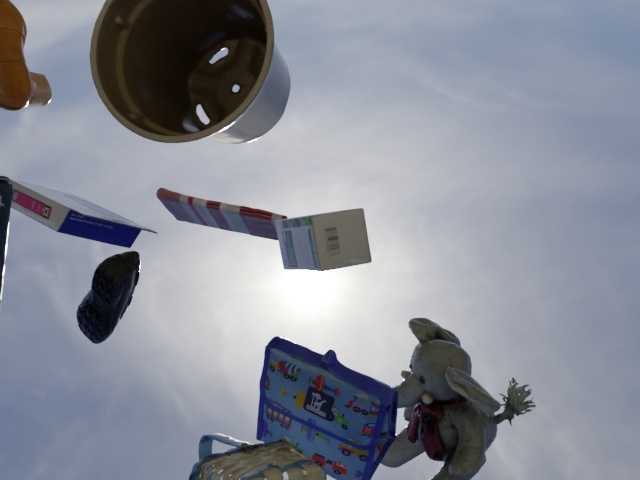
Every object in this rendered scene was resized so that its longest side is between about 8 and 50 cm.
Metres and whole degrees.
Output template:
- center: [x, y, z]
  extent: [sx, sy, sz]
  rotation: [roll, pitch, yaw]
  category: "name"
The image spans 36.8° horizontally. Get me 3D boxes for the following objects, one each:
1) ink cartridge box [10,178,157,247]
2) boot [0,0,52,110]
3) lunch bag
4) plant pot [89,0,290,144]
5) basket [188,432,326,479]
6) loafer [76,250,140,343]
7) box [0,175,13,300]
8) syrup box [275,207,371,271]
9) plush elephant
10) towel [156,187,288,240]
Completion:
- center: [-0.514, -0.051, 2.034]
  extent: [0.176, 0.069, 0.371]
  rotation: [15, -179, -42]
  category: "ink cartridge box"
- center: [-0.613, -0.361, 1.719]
  extent: [0.104, 0.295, 0.211]
  rotation: [-35, 173, 16]
  category: "boot"
- center: [0.016, 0.268, 1.623]
  extent: [0.221, 0.293, 0.138]
  rotation: [24, -125, 16]
  category: "lunch bag"
- center: [-0.198, -0.312, 1.764]
  extent: [0.334, 0.333, 0.305]
  rotation: [7, 176, 16]
  category: "plant pot"
- center: [-0.105, 0.425, 1.427]
  extent: [0.201, 0.254, 0.289]
  rotation: [-3, 176, -36]
  category: "basket"
- center: [-0.343, 0.096, 1.575]
  extent: [0.076, 0.223, 0.078]
  rotation: [43, -132, 9]
  category: "loafer"
- center: [-0.789, 0.107, 1.553]
  extent: [0.472, 0.479, 0.297]
  rotation: [5, 178, 25]
  category: "box"
- center: [0.000, 0.000, 1.655]
  extent: [0.096, 0.093, 0.237]
  rotation: [-10, -178, -18]
  category: "syrup box"
- center: [0.219, 0.302, 1.803]
  extent: [0.330, 0.255, 0.272]
  rotation: [-36, -156, -1]
  category: "plush elephant"
- center: [-0.233, -0.064, 2.439]
  extent: [0.329, 0.037, 0.237]
  rotation: [12, 169, 6]
  category: "towel"
